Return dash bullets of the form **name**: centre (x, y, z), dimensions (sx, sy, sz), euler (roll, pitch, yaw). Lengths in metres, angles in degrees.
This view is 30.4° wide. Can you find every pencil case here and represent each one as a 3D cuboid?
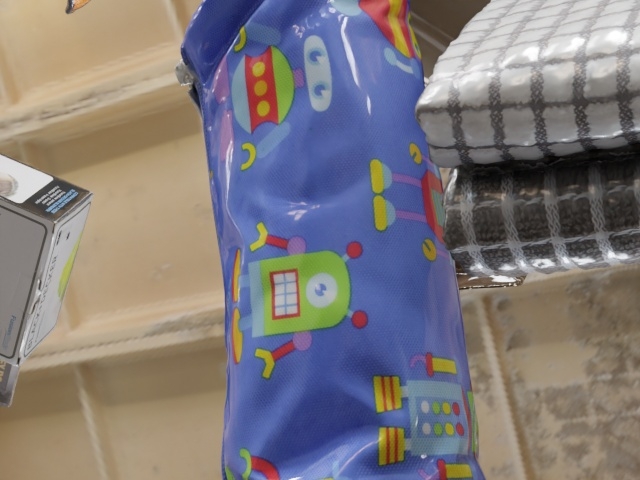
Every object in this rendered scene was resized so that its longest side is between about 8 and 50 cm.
- **pencil case**: centre (0.000, 0.000, 0.600), dimensions (0.133, 0.119, 0.306), euler (-11, -107, 11)

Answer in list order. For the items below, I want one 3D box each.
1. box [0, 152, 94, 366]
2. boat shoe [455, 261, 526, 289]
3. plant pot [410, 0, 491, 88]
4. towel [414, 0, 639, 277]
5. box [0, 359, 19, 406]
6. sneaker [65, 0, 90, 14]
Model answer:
- **box**: centre (-0.382, -0.017, 1.137), dimensions (0.290, 0.087, 0.169), euler (22, -64, 5)
- **boat shoe**: centre (0.099, 0.045, 1.282), dimensions (0.258, 0.095, 0.095), euler (2, -109, 25)
- **plant pot**: centre (0.167, -0.210, 0.973), dimensions (0.280, 0.323, 0.323), euler (49, -58, 27)
- **towel**: centre (0.194, -0.085, 0.558), dimensions (0.235, 0.283, 0.121), euler (-7, -66, 26)
- **box**: centre (-0.477, 0.091, 1.575), dimensions (0.183, 0.056, 0.231), euler (13, -94, -11)
- **sneaker**: centre (-0.175, -0.289, 1.027), dimensions (0.180, 0.321, 0.124), euler (-42, -93, 10)
